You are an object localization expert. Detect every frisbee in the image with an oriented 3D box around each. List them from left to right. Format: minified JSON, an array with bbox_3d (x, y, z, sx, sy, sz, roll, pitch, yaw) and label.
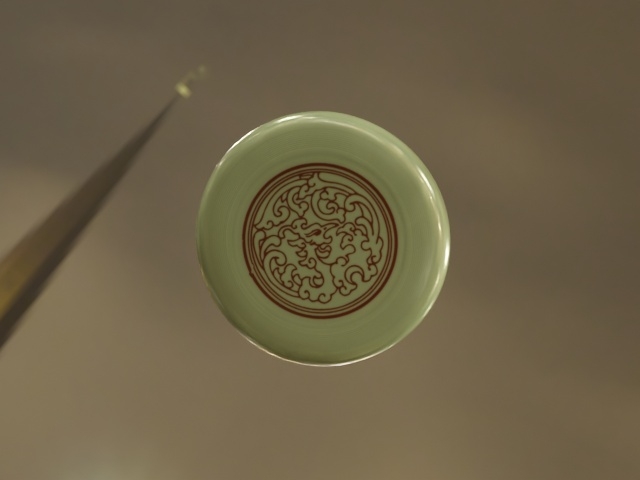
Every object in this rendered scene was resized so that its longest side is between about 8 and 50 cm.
[{"bbox_3d":[0.000,0.000,0.770,0.110,0.110,0.014,35,12,5],"label":"frisbee"}]
